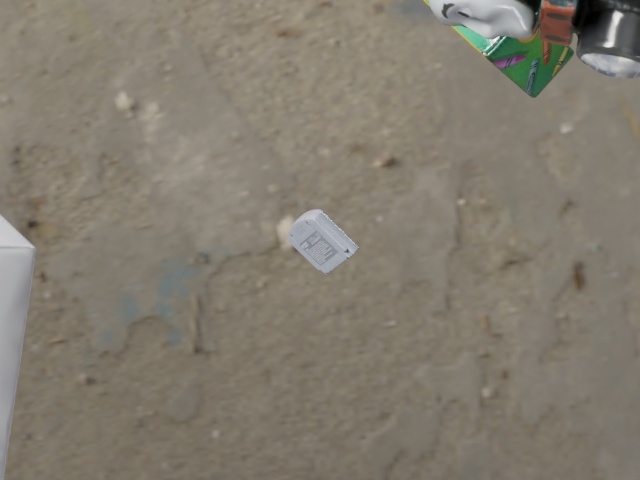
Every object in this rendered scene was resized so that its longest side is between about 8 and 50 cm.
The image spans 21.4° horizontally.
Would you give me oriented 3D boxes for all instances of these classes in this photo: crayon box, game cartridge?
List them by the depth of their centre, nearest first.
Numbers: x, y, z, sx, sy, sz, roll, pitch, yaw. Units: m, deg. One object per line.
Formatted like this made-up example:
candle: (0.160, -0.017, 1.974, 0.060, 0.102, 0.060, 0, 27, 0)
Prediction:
game cartridge: (0.000, 0.000, 1.502, 0.056, 0.083, 0.017, 41, 69, -5)
crayon box: (0.167, -0.307, 2.060, 0.081, 0.278, 0.165, -48, 151, 9)

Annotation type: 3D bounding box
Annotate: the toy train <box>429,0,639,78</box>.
toy train: (0.166, -0.267, 1.015, 0.142, 0.190, 0.334, 31, 71, -81)

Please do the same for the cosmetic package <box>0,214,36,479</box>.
cosmetic package: (-0.354, 0.069, 1.436, 0.138, 0.224, 0.224, 0, 111, -32)
